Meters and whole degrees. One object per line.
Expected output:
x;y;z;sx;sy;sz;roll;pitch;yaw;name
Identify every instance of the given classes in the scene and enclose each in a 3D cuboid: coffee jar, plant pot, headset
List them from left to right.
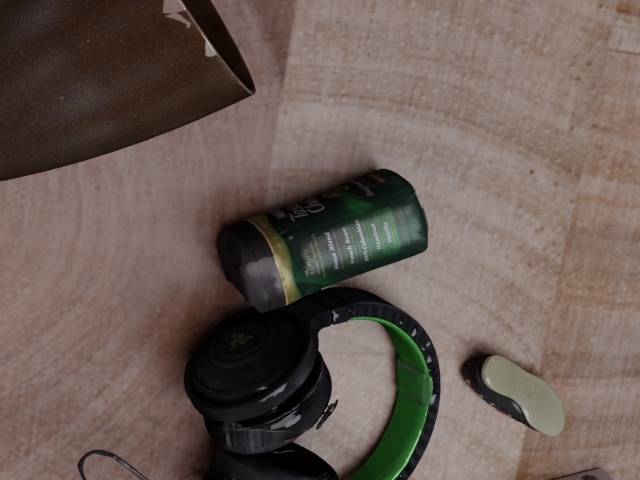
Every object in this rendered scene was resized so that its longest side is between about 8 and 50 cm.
-0.206;-0.150;1.063;0.230;0.215;0.215;-31;115;6;plant pot
-0.040;0.192;1.214;0.394;0.185;0.243;-17;116;-29;headset
0.000;0.000;1.227;0.184;0.096;0.079;-21;112;-14;coffee jar

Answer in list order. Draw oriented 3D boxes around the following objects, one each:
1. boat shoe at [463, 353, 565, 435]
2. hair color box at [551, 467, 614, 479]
0.203;0.160;1.383;0.133;0.042;0.049;37;66;-26;boat shoe
0.248;0.301;1.411;0.167;0.093;0.053;-11;110;-16;hair color box
